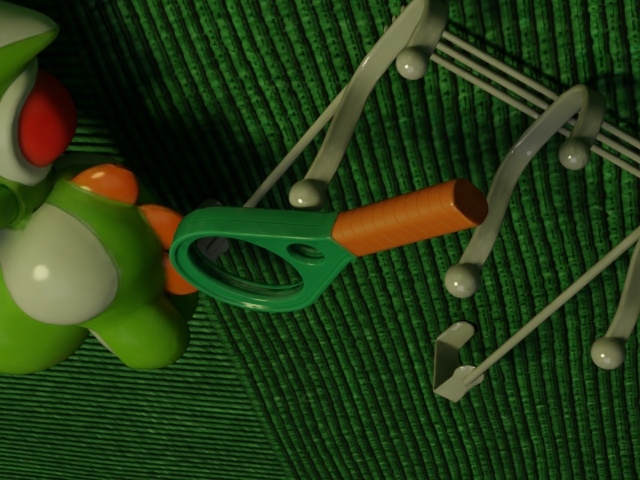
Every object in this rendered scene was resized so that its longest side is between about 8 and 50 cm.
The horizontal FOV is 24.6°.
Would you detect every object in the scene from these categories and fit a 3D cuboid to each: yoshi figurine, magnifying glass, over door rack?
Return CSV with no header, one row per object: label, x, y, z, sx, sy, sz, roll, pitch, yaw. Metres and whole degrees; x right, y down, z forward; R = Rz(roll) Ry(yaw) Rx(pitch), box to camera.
yoshi figurine,-0.234,-0.029,0.913,0.203,0.203,0.362,17,153,54
magnifying glass,0.000,0.000,0.834,0.092,0.026,0.231,37,148,-31
over door rack,0.073,0.007,0.931,0.239,0.108,0.324,28,145,-17
